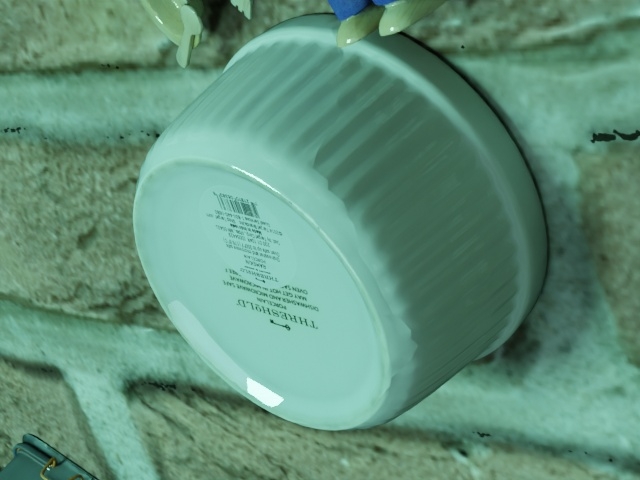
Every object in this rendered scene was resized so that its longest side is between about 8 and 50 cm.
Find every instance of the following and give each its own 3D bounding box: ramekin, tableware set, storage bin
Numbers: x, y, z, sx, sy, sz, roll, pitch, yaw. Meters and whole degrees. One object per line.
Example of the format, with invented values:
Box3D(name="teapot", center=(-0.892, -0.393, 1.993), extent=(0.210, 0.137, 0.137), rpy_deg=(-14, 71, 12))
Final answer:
Box3D(name="ramekin", center=(0.000, 0.000, 0.783), extent=(0.207, 0.109, 0.207), rpy_deg=(29, 140, 27))
Box3D(name="tableware set", center=(-0.093, -0.167, 0.773), extent=(0.168, 0.020, 0.141), rpy_deg=(50, 159, 4))
Box3D(name="storage bin", center=(-0.227, 0.235, 1.260), extent=(0.135, 0.091, 0.098), rpy_deg=(29, 140, 25))

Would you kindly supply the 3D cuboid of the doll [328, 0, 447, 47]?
Box3D(name="doll", center=(-0.016, -0.178, 0.685), extent=(0.129, 0.046, 0.189), rpy_deg=(-3, 121, 58))
